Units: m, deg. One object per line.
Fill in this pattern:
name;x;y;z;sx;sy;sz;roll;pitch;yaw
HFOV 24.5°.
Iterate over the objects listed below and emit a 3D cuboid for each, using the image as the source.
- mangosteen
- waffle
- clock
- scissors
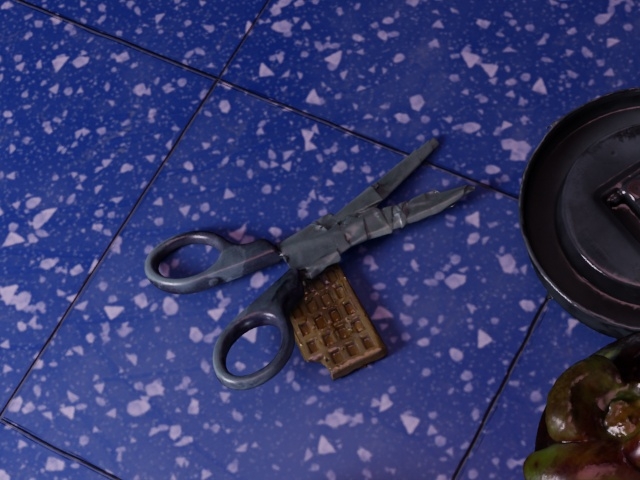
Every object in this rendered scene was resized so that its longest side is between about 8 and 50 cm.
mangosteen;0.334;0.212;1.404;0.288;0.288;0.288;-4;63;8
waffle;0.009;0.093;1.668;0.092;0.021;0.135;-25;60;-5
clock;0.375;-0.029;1.644;0.312;0.061;0.312;-4;63;8
scissors;0.000;0.000;1.698;0.383;0.029;0.256;-33;49;-12
